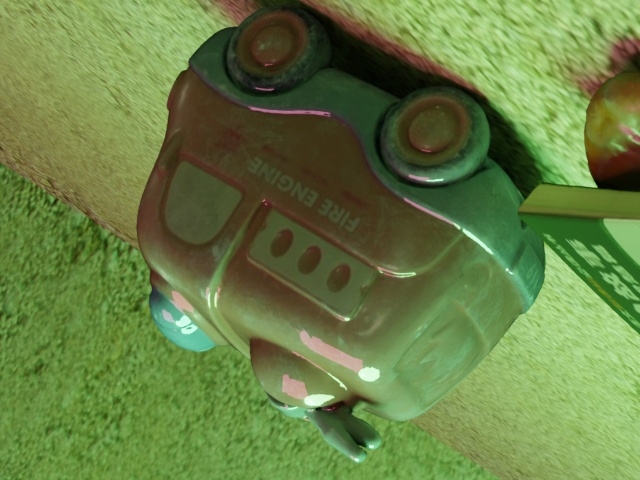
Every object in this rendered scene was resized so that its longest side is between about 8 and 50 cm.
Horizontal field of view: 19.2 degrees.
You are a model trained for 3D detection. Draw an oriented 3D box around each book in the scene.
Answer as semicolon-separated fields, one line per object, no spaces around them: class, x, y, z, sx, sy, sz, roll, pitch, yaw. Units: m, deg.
book;0.230;0.046;0.992;0.202;0.027;0.264;42;170;-16

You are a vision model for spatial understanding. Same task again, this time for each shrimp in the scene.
shrimp;0.214;-0.025;1.040;0.133;0.053;0.236;11;158;19

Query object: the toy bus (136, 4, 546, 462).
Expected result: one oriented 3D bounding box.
toy bus;0.000;0.000;1.302;0.294;0.232;0.197;30;169;27
